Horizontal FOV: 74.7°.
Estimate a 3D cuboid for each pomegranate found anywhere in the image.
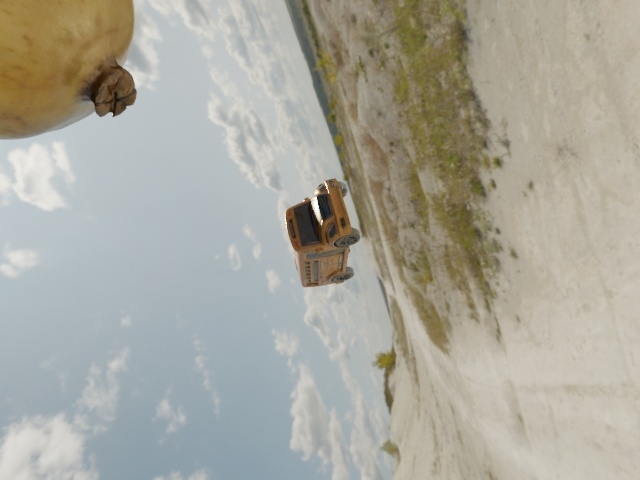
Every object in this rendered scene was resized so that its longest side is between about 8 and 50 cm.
[{"bbox_3d":[-0.358,-0.246,0.443,0.307,0.307,0.307,-18,-90,-84],"label":"pomegranate"}]

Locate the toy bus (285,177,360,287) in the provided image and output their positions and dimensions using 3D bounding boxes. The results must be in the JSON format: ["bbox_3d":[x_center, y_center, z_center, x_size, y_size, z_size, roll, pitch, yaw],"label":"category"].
[{"bbox_3d":[0.000,0.000,0.586,0.194,0.088,0.083,90,167,-64],"label":"toy bus"}]
